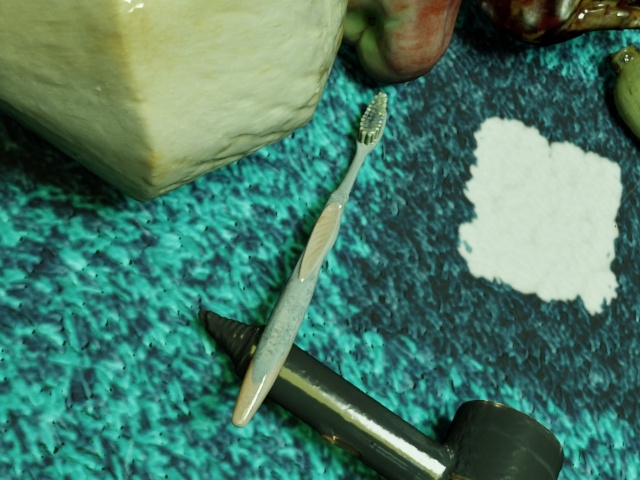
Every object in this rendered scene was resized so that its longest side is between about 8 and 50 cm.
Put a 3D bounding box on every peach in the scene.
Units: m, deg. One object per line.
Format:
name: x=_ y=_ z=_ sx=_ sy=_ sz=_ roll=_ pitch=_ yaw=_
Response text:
peach: x=0.080 y=-0.246 z=0.684 sx=0.152 sy=0.152 sz=0.152 roll=4 pitch=75 yaw=-15

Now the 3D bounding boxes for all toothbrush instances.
toothbrush: x=0.000 y=0.000 z=0.608 sx=0.028 sy=0.037 sz=0.375 roll=20 pitch=60 yaw=7

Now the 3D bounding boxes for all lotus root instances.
lotus root: x=0.411 y=-0.158 z=0.773 sx=0.090 sy=0.077 sz=0.183 roll=-39 pitch=90 yaw=-21

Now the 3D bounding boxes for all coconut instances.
coconut: x=-0.146 y=-0.187 z=0.512 sx=0.328 sy=0.329 sz=0.329 roll=4 pitch=75 yaw=-15

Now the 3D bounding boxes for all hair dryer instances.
hair dryer: x=0.025 y=0.177 z=0.569 sx=0.352 sy=0.107 sz=0.189 roll=32 pitch=58 yaw=5

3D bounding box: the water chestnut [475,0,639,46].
water chestnut: x=0.287 y=-0.339 z=0.702 sx=0.289 sy=0.289 sz=0.244 roll=-34 pitch=118 yaw=-21
